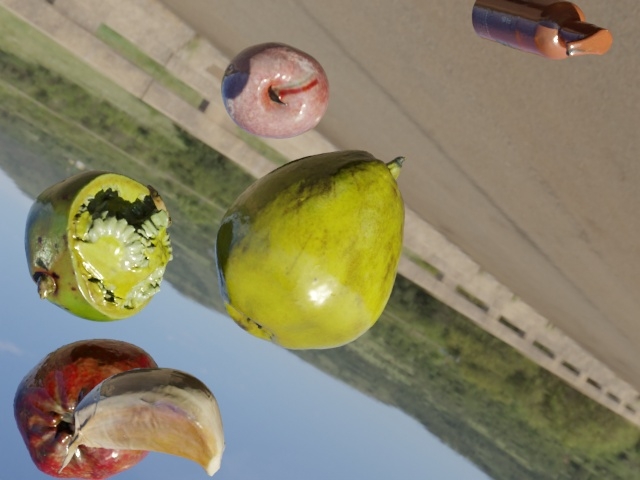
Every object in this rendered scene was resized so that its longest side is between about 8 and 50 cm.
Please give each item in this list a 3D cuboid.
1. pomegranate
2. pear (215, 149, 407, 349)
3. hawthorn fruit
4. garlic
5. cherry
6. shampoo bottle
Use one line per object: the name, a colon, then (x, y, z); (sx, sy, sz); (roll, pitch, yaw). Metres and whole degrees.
pomegranate: (-0.367, -0.003, 1.462); (0.260, 0.261, 0.341); (31, -152, 7)
pear: (0.000, 0.000, 1.312); (0.287, 0.375, 0.287); (44, 177, 3)
hawthorn fruit: (-0.390, 0.297, 1.508); (0.254, 0.254, 0.300); (31, -179, 9)
garlic: (-0.212, 0.213, 0.976); (0.198, 0.129, 0.090); (-2, -167, -4)
cherry: (-0.101, -0.330, 1.848); (0.236, 0.213, 0.285); (26, -161, -22)
shampoo bottle: (0.300, -0.290, 1.136); (0.085, 0.085, 0.244); (33, -173, -31)
